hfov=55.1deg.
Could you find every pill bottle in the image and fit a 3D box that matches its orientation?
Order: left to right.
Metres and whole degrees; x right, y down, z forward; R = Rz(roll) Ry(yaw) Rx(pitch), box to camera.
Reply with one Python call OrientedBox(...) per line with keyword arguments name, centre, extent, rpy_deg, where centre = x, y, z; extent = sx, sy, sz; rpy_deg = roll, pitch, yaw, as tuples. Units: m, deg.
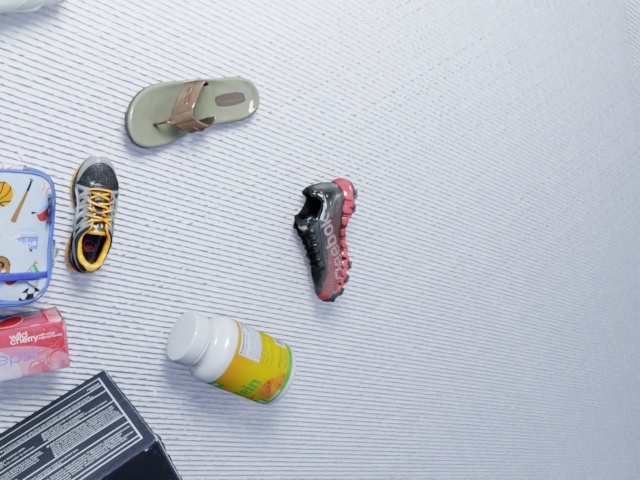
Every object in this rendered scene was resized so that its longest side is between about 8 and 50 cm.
OrientedBox(name="pill bottle", centre=(-0.179, 0.233, 1.241), extent=(0.245, 0.136, 0.136), rpy_deg=(31, 82, -34))

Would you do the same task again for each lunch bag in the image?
OrientedBox(name="lunch bag", centre=(-0.539, -0.001, 0.916), extent=(0.303, 0.114, 0.243), rpy_deg=(1, 98, -58))

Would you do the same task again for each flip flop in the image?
OrientedBox(name="flip flop", centre=(-0.228, -0.245, 1.140), extent=(0.277, 0.080, 0.112), rpy_deg=(-19, 110, -30))

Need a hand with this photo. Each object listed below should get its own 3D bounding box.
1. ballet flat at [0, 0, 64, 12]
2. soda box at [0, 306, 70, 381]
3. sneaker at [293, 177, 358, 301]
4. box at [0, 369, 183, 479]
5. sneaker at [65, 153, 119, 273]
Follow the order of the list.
OrientedBox(name="ballet flat", centre=(-0.407, -0.457, 0.958), extent=(0.139, 0.139, 0.400), rpy_deg=(46, 73, -32))
OrientedBox(name="soda box", centre=(-0.559, 0.184, 1.007), extent=(0.263, 0.083, 0.092), rpy_deg=(-8, 105, -32))
OrientedBox(name="sneaker", centre=(0.000, 0.000, 1.336), extent=(0.135, 0.097, 0.276), rpy_deg=(0, 98, -34))
OrientedBox(name="box", centre=(-0.413, 0.413, 1.025), extent=(0.296, 0.294, 0.183), rpy_deg=(-31, 119, -25))
OrientedBox(name="sneaker", centre=(-0.391, -0.042, 1.073), extent=(0.084, 0.083, 0.215), rpy_deg=(4, 97, -33))
